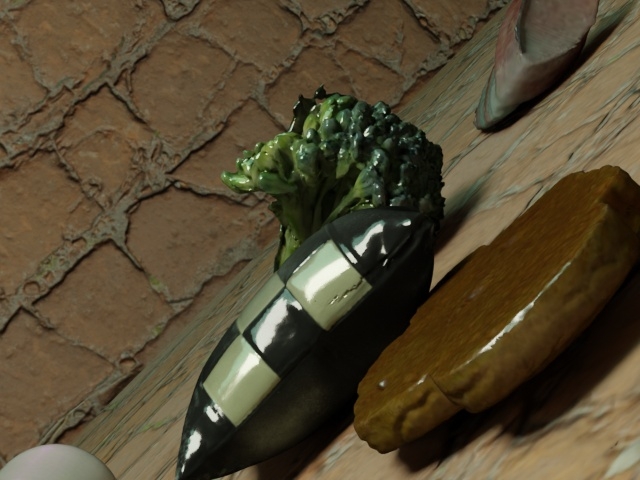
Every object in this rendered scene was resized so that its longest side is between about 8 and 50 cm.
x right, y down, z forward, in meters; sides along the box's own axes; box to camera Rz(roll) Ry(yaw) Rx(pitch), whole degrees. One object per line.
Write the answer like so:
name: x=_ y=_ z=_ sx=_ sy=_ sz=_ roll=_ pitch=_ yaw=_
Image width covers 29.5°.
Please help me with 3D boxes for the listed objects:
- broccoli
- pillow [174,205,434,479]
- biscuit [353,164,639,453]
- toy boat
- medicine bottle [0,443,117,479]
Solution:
broccoli: x=-0.008 y=-0.009 z=1.133 sx=0.275 sy=0.198 sz=0.177 roll=-49 pitch=50 yaw=8
pillow: x=-0.007 y=0.073 z=0.886 sx=0.250 sy=0.106 sz=0.186 roll=-47 pitch=-1 yaw=5
biscuit: x=0.101 y=0.042 z=0.694 sx=0.208 sy=0.041 sz=0.290 roll=-44 pitch=2 yaw=-1
toy boat: x=0.226 y=-0.197 z=1.441 sx=0.206 sy=0.096 sz=0.282 roll=-61 pitch=3 yaw=-22
medicine bottle: x=-0.252 y=0.274 z=0.970 sx=0.130 sy=0.130 sz=0.341 roll=-42 pitch=6 yaw=15
